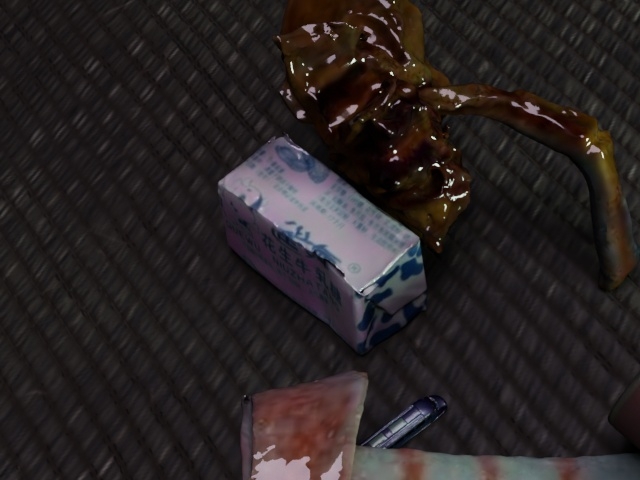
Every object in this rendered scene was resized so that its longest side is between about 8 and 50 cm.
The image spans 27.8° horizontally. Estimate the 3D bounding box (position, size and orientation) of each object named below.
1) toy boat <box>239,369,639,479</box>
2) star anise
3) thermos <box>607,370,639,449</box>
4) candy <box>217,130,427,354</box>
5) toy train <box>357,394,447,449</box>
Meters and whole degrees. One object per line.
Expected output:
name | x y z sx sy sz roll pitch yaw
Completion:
toy boat | 0.088 0.185 0.824 0.282 0.096 0.206 2 67 -6
star anise | 0.086 -0.078 0.956 0.346 0.237 0.148 37 94 7
thermos | 0.310 0.150 0.765 0.176 0.146 0.265 -23 59 -43
candy | 0.000 0.000 0.955 0.073 0.092 0.160 -40 60 -21
toy train | 0.053 0.131 0.896 0.083 0.017 0.017 -35 58 -17
